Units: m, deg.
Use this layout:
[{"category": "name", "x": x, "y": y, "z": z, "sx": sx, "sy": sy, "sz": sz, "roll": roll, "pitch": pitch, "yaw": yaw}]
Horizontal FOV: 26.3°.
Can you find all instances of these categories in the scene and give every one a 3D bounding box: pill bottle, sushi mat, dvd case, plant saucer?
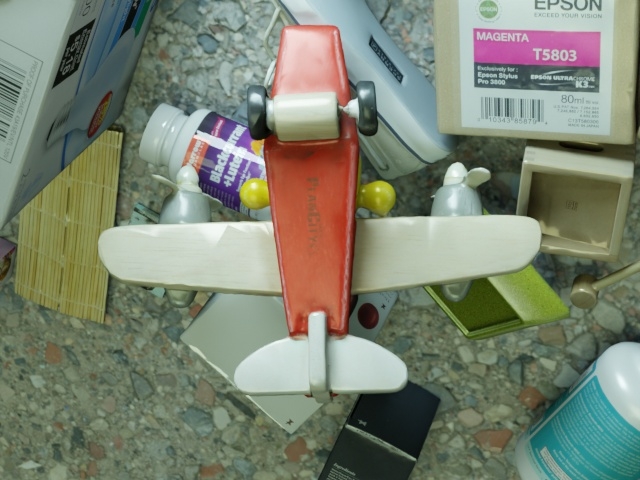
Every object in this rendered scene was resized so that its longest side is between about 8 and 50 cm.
[{"category": "pill bottle", "x": -0.128, "y": -0.104, "z": 1.757, "sx": 0.193, "sy": 0.108, "sz": 0.108, "roll": 23, "pitch": 121, "yaw": 7}, {"category": "pill bottle", "x": 0.375, "y": 0.229, "z": 1.733, "sx": 0.146, "sy": 0.146, "sz": 0.264, "roll": 37, "pitch": 123, "yaw": -2}, {"category": "sushi mat", "x": -0.356, "y": -0.034, "z": 1.923, "sx": 0.151, "sy": 0.019, "sz": 0.316, "roll": 18, "pitch": 121, "yaw": 12}, {"category": "dvd case", "x": -0.238, "y": 0.015, "z": 1.914, "sx": 0.087, "sy": 0.013, "sz": 0.119, "roll": 29, "pitch": 121, "yaw": 3}, {"category": "plant saucer", "x": 0.191, "y": 0.053, "z": 1.713, "sx": 0.188, "sy": 0.045, "sz": 0.188, "roll": 49, "pitch": 151, "yaw": -9}]

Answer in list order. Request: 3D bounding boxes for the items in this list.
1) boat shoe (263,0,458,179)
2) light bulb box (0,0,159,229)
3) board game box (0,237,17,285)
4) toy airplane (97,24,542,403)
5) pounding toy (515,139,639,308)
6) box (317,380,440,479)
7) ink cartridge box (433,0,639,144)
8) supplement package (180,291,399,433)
[{"category": "boat shoe", "x": 0.000, "y": -0.217, "z": 1.652, "sx": 0.156, "sy": 0.136, "sz": 0.367, "roll": -29, "pitch": 114, "yaw": 32}, {"category": "light bulb box", "x": -0.346, "y": -0.266, "z": 1.600, "sx": 0.225, "sy": 0.361, "sz": 0.358, "roll": 28, "pitch": 122, "yaw": 2}, {"category": "board game box", "x": -0.635, "y": 0.037, "z": 1.886, "sx": 0.318, "sy": 0.318, "sz": 0.066, "roll": 23, "pitch": 121, "yaw": 6}, {"category": "toy airplane", "x": 0.000, "y": 0.000, "z": 1.571, "sx": 0.386, "sy": 0.272, "sz": 0.384, "roll": 42, "pitch": 97, "yaw": -4}, {"category": "pounding toy", "x": 0.329, "y": -0.023, "z": 1.656, "sx": 0.181, "sy": 0.094, "sz": 0.206, "roll": 8, "pitch": 128, "yaw": 9}, {"category": "box", "x": 0.065, "y": 0.305, "z": 1.878, "sx": 0.108, "sy": 0.153, "sz": 0.207, "roll": 26, "pitch": 123, "yaw": 4}, {"category": "ink cartridge box", "x": 0.252, "y": -0.218, "z": 1.579, "sx": 0.235, "sy": 0.088, "sz": 0.193, "roll": 4, "pitch": 119, "yaw": 18}, {"category": "supplement package", "x": -0.035, "y": 0.096, "z": 1.774, "sx": 0.194, "sy": 0.203, "sz": 0.149, "roll": 41, "pitch": 122, "yaw": -5}]
